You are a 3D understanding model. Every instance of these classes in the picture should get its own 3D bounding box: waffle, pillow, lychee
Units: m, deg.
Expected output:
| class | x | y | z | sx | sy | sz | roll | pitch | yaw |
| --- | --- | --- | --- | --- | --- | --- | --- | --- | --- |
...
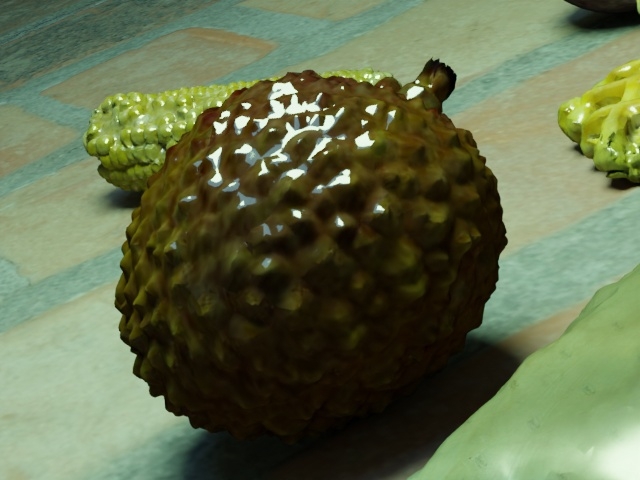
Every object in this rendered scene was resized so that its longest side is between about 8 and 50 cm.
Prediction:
| class | x | y | z | sx | sy | sz | roll | pitch | yaw |
| --- | --- | --- | --- | --- | --- | --- | --- | --- | --- |
| waffle | 0.295 | -0.109 | 1.143 | 0.291 | 0.051 | 0.291 | -19 | 16 | 6 |
| pillow | 0.177 | 0.051 | 0.783 | 0.185 | 0.075 | 0.302 | 1 | 30 | 46 |
| lychee | 0.000 | 0.000 | 0.924 | 0.238 | 0.200 | 0.200 | -52 | 31 | -19 |

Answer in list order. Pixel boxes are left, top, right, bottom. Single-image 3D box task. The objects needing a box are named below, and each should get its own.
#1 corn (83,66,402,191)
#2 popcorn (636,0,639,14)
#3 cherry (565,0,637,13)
| class | x | y | z | sx | sy | sz | roll | pitch | yaw |
| --- | --- | --- | --- | --- | --- | --- | --- | --- | --- |
| corn | -0.067 | -0.085 | 1.384 | 0.288 | 0.086 | 0.086 | -5 | 24 | 31 |
| popcorn | 0.294 | -0.191 | 1.303 | 0.109 | 0.096 | 0.089 | 10 | 35 | 30 |
| cherry | 0.277 | -0.287 | 1.425 | 0.266 | 0.213 | 0.183 | -35 | 54 | 31 |
